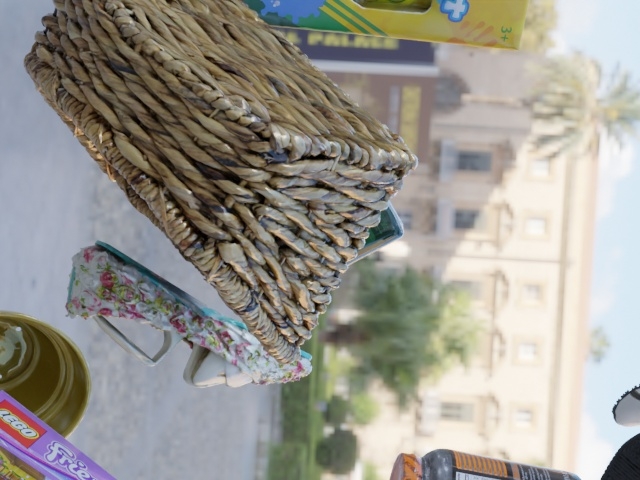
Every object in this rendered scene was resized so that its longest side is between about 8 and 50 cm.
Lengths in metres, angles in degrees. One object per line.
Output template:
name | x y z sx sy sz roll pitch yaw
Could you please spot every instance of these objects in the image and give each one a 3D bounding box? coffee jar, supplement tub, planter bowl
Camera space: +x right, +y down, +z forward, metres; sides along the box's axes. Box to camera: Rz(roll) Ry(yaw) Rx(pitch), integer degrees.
coffee jar | 0.000 0.000 1.571 0.079 0.184 0.096 60 5 -13
supplement tub | 0.165 0.277 1.382 0.117 0.190 0.117 -169 -90 -85
planter bowl | -0.376 0.149 1.565 0.090 0.217 0.217 -114 -157 -56

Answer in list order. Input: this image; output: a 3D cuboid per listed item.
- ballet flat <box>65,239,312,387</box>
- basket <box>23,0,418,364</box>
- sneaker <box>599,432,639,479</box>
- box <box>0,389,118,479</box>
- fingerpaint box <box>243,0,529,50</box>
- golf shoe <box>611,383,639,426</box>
ballet flat | -0.122 0.084 1.209 0.077 0.241 0.091 -64 -162 -11
basket | -0.117 -0.063 1.081 0.213 0.299 0.223 3 126 -51
sneaker | 0.475 0.254 1.610 0.295 0.178 0.124 -47 -143 18
box | -0.147 0.234 0.884 0.057 0.293 0.201 -53 178 16
fingerpaint box | 0.079 -0.462 1.550 0.163 0.371 0.445 -106 -157 -62
golf shoe | 0.534 0.262 2.073 0.077 0.198 0.094 46 39 -31
